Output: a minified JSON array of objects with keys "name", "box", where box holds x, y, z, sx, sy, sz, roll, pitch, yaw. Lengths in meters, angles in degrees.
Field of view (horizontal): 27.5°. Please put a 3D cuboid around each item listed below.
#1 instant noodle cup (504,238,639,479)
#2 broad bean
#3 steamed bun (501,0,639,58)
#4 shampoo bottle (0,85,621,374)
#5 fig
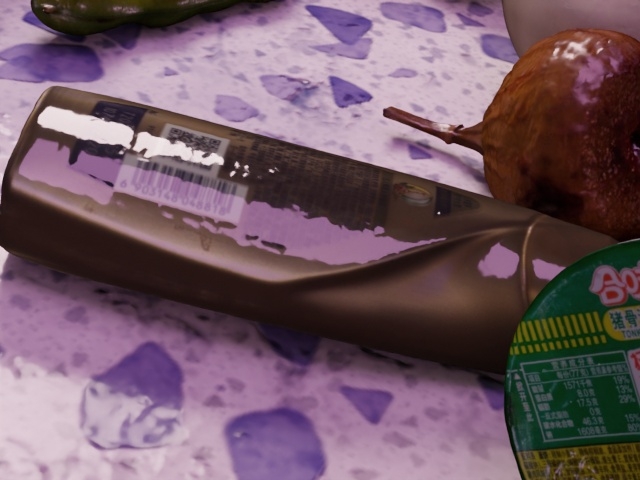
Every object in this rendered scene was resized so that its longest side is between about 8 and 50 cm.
[{"name":"instant noodle cup","box":[0.240,0.066,0.681,0.207,0.207,0.233,35,35,23]},{"name":"broad bean","box":[-0.102,-0.189,0.970,0.256,0.052,0.052,-22,14,-38]},{"name":"steamed bun","box":[0.241,-0.154,0.962,0.232,0.145,0.232,9,32,-6]},{"name":"shampoo bottle","box":[0.000,0.000,0.749,0.350,0.084,0.125,13,41,-2]},{"name":"fig","box":[0.139,-0.058,0.863,0.134,0.146,0.201,10,-8,-41]}]
